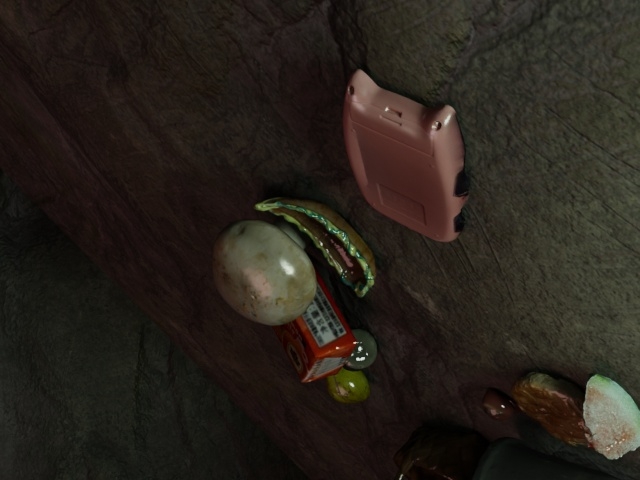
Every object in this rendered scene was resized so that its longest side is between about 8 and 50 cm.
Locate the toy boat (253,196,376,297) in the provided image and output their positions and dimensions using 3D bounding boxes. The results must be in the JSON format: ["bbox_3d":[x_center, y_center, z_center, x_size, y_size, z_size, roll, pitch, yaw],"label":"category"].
[{"bbox_3d":[0.004,-0.010,1.508,0.293,0.099,0.108,41,157,-21],"label":"toy boat"}]

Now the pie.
[{"bbox_3d":[0.445,0.318,1.468,0.195,0.046,0.195,32,154,18],"label":"pie"}]

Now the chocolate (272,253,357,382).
[{"bbox_3d":[-0.031,0.189,1.788,0.237,0.108,0.235,62,158,18],"label":"chocolate"}]

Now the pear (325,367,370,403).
[{"bbox_3d":[0.071,0.385,2.092,0.131,0.107,0.107,44,157,2],"label":"pear"}]

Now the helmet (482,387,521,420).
[{"bbox_3d":[0.374,0.354,1.635,0.084,0.049,0.065,30,154,25],"label":"helmet"}]

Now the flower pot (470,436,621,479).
[{"bbox_3d":[0.494,0.581,1.580,0.251,0.379,0.379,-16,123,39],"label":"flower pot"}]

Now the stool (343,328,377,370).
[{"bbox_3d":[0.084,0.269,1.880,0.096,0.096,0.110,38,162,8],"label":"stool"}]

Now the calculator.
[{"bbox_3d":[0.129,-0.107,1.199,0.220,0.048,0.330,27,156,26],"label":"calculator"}]

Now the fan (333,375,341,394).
[{"bbox_3d":[0.005,0.243,1.931,0.191,0.009,0.329,16,128,63],"label":"fan"}]

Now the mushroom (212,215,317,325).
[{"bbox_3d":[-0.097,0.044,1.601,0.243,0.243,0.243,33,156,17],"label":"mushroom"}]

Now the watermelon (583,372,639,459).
[{"bbox_3d":[0.480,0.288,1.318,0.081,0.094,0.180,6,124,59],"label":"watermelon"}]

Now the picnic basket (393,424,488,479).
[{"bbox_3d":[0.298,0.655,1.955,0.293,0.337,0.337,45,157,-10],"label":"picnic basket"}]
